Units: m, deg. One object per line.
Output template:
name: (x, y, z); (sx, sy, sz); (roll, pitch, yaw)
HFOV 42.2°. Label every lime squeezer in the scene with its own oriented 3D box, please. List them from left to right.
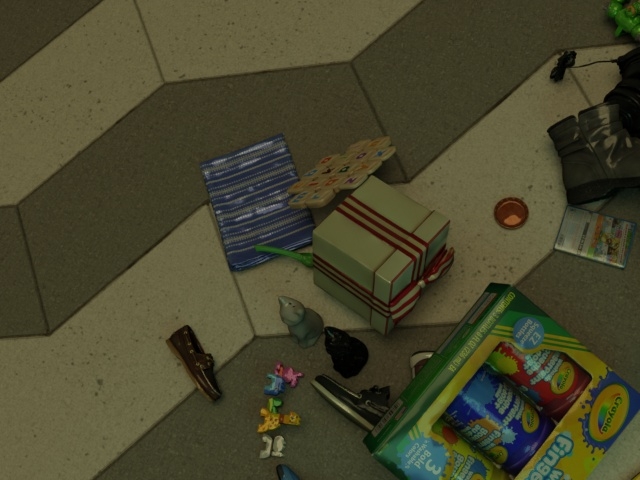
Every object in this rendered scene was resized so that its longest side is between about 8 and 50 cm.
lime squeezer: (0.000, 0.000, 2.051); (0.310, 0.059, 0.109); (-23, 87, -2)

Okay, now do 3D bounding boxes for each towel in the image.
towel: (-0.163, -0.101, 2.139); (0.243, 0.040, 0.336); (-20, 67, 2)

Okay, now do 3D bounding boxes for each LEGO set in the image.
LEGO set: (-0.083, 0.391, 1.912); (0.093, 0.087, 0.227); (5, 72, 13)

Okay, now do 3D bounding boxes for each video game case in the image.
video game case: (0.651, -0.009, 1.964); (0.166, 0.015, 0.119); (17, 73, 16)

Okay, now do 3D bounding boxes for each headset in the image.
headset: (0.770, -0.366, 2.036); (0.394, 0.185, 0.243); (25, 71, 3)

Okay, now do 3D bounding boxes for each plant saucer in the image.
plant saucer: (0.465, -0.066, 2.021); (0.084, 0.013, 0.083); (-4, 69, 10)

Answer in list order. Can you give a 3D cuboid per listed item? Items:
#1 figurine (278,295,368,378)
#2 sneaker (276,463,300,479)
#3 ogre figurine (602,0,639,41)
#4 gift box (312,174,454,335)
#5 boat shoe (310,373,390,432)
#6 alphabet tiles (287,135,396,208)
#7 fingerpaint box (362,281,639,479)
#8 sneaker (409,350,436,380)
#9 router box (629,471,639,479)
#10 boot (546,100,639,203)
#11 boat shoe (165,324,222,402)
figurine: (-0.001, 0.211, 1.898); (0.215, 0.209, 0.092); (32, 78, 20)
sneaker: (-0.023, 0.581, 1.844); (0.082, 0.069, 0.209); (-29, 67, -14)
ogre figurine: (0.809, -0.568, 2.109); (0.118, 0.097, 0.197); (-27, 82, -19)
gift box: (0.154, 0.045, 1.918); (0.258, 0.276, 0.255); (33, 66, 24)
boat shoe: (0.138, 0.382, 1.853); (0.340, 0.127, 0.113); (32, 77, 18)
alphabet tiles: (0.050, -0.166, 2.021); (0.278, 0.021, 0.284); (-1, 37, 52)
fingerpaint box: (0.373, 0.372, 1.704); (0.371, 0.163, 0.445); (41, 86, -2)
sneaker: (0.338, 0.334, 1.857); (0.281, 0.106, 0.162); (-2, 74, 21)
router box: (0.691, 0.583, 1.715); (0.133, 0.046, 0.179); (-38, 68, -5)
boot: (0.705, -0.225, 1.914); (0.338, 0.118, 0.222); (-14, 82, 24)
boat shoe: (-0.294, 0.293, 1.995); (0.073, 0.073, 0.207); (-38, 68, -3)
